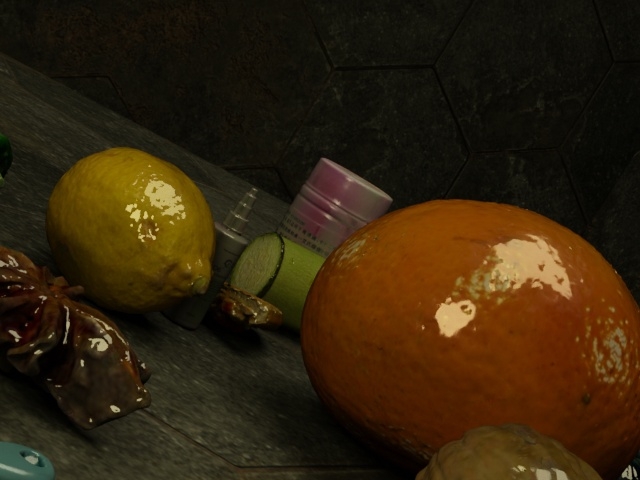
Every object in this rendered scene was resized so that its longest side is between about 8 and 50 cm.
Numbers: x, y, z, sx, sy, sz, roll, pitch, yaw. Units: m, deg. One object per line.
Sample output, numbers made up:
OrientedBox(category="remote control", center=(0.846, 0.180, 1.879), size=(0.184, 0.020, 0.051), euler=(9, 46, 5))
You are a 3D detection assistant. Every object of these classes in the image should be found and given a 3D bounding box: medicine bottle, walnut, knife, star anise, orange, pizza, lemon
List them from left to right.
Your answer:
OrientedBox(category="knife", center=(-0.290, 0.129, 0.715), size=(0.244, 0.032, 0.058), euler=(23, 12, -29))
OrientedBox(category="star anise", center=(-0.247, 0.081, 0.964), size=(0.214, 0.099, 0.220), euler=(43, -3, -24))
OrientedBox(category="lemon", center=(-0.222, -0.012, 1.297), size=(0.257, 0.188, 0.188), euler=(38, 9, 33))
OrientedBox(category="pizza", center=(-0.147, 0.082, 1.513), size=(0.199, 0.062, 0.188), euler=(26, -6, 5))
OrientedBox(category="medicine bottle", center=(-0.134, 0.018, 1.412), size=(0.058, 0.199, 0.057), euler=(31, 6, -4))
OrientedBox(category="medicine bottle", center=(0.000, 0.000, 1.889), size=(0.152, 0.254, 0.152), euler=(31, 6, -4))
OrientedBox(category="orange", center=(0.187, 0.128, 1.299), size=(0.424, 0.326, 0.424), euler=(28, -13, 7))
OrientedBox(category="walnut", center=(0.184, 0.278, 1.027), size=(0.213, 0.213, 0.213), euler=(31, 7, -4))

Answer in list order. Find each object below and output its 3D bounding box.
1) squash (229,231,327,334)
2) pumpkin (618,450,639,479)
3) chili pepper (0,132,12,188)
OrientedBox(category="squash", center=(-0.011, 0.091, 1.729), size=(0.247, 0.132, 0.132), euler=(29, 7, -31))
OrientedBox(category="pumpkin", center=(0.395, 0.354, 1.570), size=(0.202, 0.140, 0.202), euler=(15, 11, -3))
OrientedBox(category="chili pepper", center=(-0.492, -0.131, 1.393), size=(0.270, 0.099, 0.136), euler=(28, -20, 23))
